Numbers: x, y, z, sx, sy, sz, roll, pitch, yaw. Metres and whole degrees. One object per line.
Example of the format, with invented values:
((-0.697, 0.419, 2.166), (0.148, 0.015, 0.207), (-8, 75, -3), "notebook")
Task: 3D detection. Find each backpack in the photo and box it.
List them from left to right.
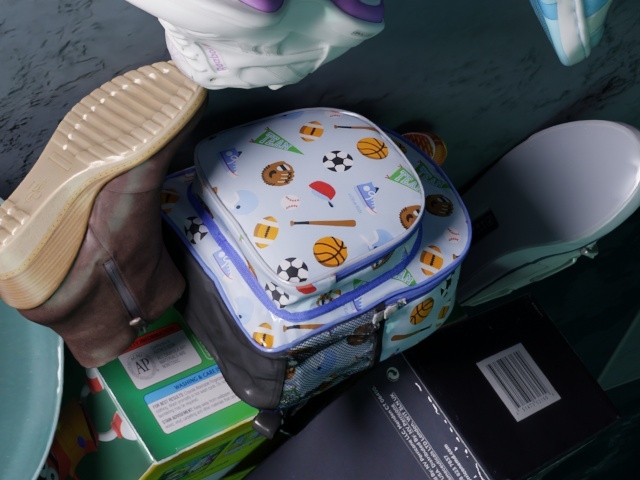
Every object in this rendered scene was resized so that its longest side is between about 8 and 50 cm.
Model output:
((0.000, 0.000, 1.715), (0.263, 0.276, 0.213), (-19, 151, -29), "backpack")

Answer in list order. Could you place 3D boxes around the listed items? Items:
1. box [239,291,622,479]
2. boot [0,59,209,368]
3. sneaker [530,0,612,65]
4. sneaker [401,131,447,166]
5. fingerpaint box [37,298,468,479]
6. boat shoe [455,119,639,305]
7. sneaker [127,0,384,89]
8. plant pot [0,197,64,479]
((0.105, 0.227, 1.955), (0.294, 0.183, 0.296), (-43, 165, 31), "box")
((-0.163, -0.020, 1.591), (0.248, 0.090, 0.207), (-43, 144, -5), "boot")
((0.258, -0.261, 1.512), (0.208, 0.127, 0.319), (-23, 159, 3), "sneaker")
((0.055, -0.049, 1.887), (0.175, 0.064, 0.067), (-30, 168, 23), "sneaker")
((-0.123, 0.172, 1.983), (0.444, 0.163, 0.371), (-22, 162, -40), "fingerpaint box")
((0.249, -0.016, 2.059), (0.156, 0.136, 0.367), (1, 150, -46), "boat shoe")
((-0.078, -0.166, 1.404), (0.152, 0.114, 0.305), (-36, 155, 27), "sneaker")
((-0.376, 0.101, 1.560), (0.196, 0.293, 0.293), (-4, 168, 27), "plant pot")
